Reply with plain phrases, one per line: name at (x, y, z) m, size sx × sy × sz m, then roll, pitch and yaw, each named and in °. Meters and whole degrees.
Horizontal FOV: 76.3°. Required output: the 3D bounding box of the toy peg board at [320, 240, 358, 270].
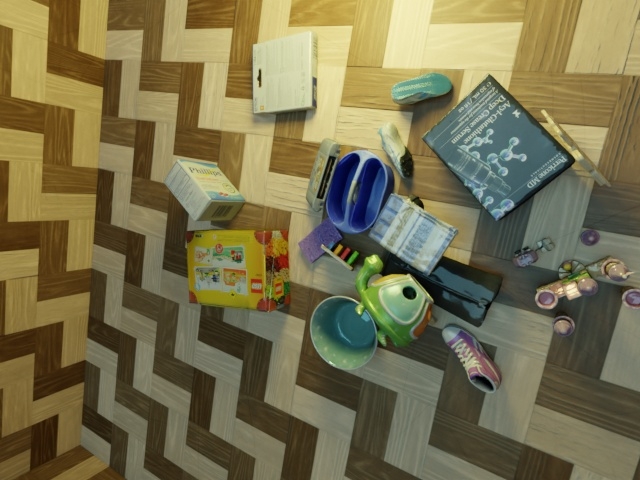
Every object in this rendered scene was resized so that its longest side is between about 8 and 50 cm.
toy peg board at (0.094, 0.052, 1.749) m, size 0.160 × 0.161 × 0.079 m, roll 38°, pitch 89°, yaw 8°

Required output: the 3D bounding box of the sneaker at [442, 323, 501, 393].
sneaker at (0.562, 0.442, 1.531) m, size 0.282 × 0.161 × 0.102 m, roll 46°, pitch 115°, yaw 19°

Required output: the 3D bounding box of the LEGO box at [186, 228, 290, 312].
LEGO box at (-0.411, 0.132, 2.011) m, size 0.499 × 0.193 × 0.373 m, roll 1°, pitch 95°, yaw 28°

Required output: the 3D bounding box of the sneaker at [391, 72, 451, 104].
sneaker at (0.389, -0.585, 1.581) m, size 0.228 × 0.092 × 0.088 m, roll -6°, pitch 89°, yaw 9°

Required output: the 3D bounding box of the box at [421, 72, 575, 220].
box at (0.605, -0.309, 1.413) m, size 0.293 × 0.212 × 0.396 m, roll -44°, pitch 75°, yaw 24°

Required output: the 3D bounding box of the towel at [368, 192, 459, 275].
towel at (0.340, -0.026, 1.519) m, size 0.285 × 0.034 × 0.209 m, roll 34°, pitch 111°, yaw 19°

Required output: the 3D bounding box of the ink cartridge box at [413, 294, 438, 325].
ink cartridge box at (0.379, 0.284, 1.646) m, size 0.181 × 0.104 × 0.062 m, roll 47°, pitch 114°, yaw 18°

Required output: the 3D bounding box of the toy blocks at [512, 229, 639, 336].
toy blocks at (0.819, 0.127, 1.306) m, size 0.288 × 0.260 × 0.309 m, roll -32°, pitch 79°, yaw 27°

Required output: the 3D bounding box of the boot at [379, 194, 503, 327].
boot at (0.472, 0.073, 1.552) m, size 0.445 × 0.146 × 0.367 m, roll 29°, pitch 115°, yaw 26°

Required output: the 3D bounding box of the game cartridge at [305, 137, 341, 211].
game cartridge at (0.006, -0.288, 1.759) m, size 0.198 × 0.062 × 0.298 m, roll -127°, pitch 52°, yaw -64°

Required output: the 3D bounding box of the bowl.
bowl at (0.128, 0.378, 1.758) m, size 0.311 × 0.163 × 0.312 m, roll 3°, pitch 96°, yaw 28°

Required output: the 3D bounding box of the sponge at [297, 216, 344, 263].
sponge at (0.000, 0.000, 1.869) m, size 0.210 × 0.031 × 0.117 m, roll -39°, pitch 77°, yaw 24°

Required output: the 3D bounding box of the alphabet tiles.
alphabet tiles at (0.792, -0.284, 1.269) m, size 0.277 × 0.284 × 0.021 m, roll 34°, pitch 127°, yaw -21°

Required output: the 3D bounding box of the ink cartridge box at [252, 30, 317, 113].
ink cartridge box at (-0.166, -0.757, 1.875) m, size 0.329 × 0.071 × 0.325 m, roll 5°, pitch 97°, yaw 31°

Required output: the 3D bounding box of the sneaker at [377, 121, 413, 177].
sneaker at (0.304, -0.360, 1.655) m, size 0.086 × 0.085 × 0.238 m, roll -27°, pitch 84°, yaw 54°

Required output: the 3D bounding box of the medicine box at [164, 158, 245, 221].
medicine box at (-0.571, -0.246, 2.025) m, size 0.289 × 0.263 × 0.149 m, roll 49°, pitch 113°, yaw 16°

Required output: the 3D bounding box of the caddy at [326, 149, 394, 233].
caddy at (0.159, -0.198, 1.683) m, size 0.241 × 0.179 × 0.342 m, roll 20°, pitch 103°, yaw 25°

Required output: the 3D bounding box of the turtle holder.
turtle holder at (0.274, 0.226, 1.528) m, size 0.227 × 0.243 × 0.320 m, roll -43°, pitch 41°, yaw 12°
